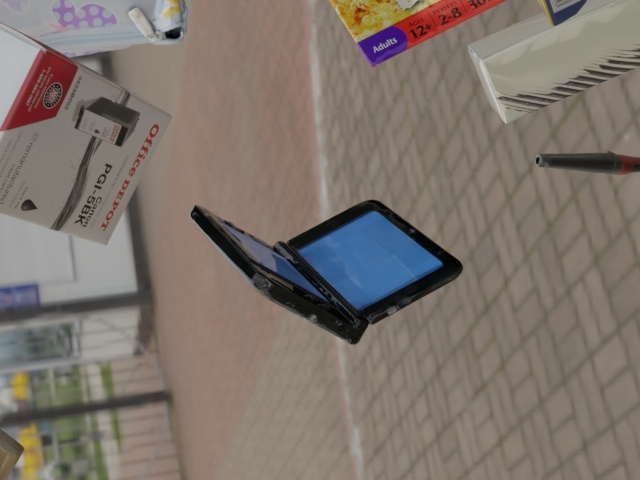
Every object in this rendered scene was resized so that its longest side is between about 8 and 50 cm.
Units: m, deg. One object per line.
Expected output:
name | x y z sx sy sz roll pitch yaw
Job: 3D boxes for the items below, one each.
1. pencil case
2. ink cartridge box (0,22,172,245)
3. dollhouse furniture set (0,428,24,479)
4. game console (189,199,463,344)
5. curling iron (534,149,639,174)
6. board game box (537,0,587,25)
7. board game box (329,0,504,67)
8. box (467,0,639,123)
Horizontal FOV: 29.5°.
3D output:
pencil case | -0.263 -0.219 1.152 0.113 0.273 0.124 119 137 -70
ink cartridge box | -0.163 -0.061 0.733 0.056 0.135 0.099 28 93 27
dollhouse furniture set | -0.318 0.143 0.598 0.161 0.242 0.212 -54 0 31
game console | 0.000 0.000 0.690 0.071 0.107 0.122 -56 31 5
curling iron | 0.417 -0.121 1.709 0.035 0.274 0.068 -138 47 -60
board game box | 0.156 -0.307 0.985 0.194 0.060 0.194 53 -165 -53
board game box | 0.046 -0.223 0.749 0.193 0.146 0.045 55 -154 -22
box | 0.334 -0.252 1.537 0.113 0.275 0.094 -94 -20 -70
